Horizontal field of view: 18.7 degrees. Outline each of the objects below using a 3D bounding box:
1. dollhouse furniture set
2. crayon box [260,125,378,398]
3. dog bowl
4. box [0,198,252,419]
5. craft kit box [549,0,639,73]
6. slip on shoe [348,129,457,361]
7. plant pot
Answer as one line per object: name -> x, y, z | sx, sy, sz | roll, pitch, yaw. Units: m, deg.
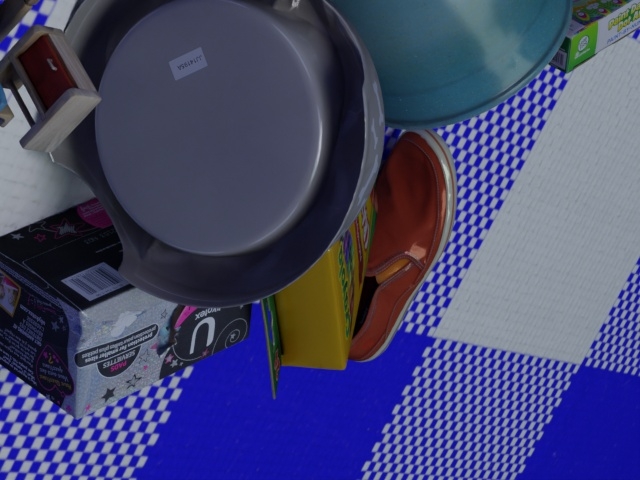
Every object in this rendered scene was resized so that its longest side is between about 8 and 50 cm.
dollhouse furniture set -> -0.275, -0.191, 1.670 | 0.129, 0.184, 0.129 | -43, 155, 26
crayon box -> 0.000, 0.000, 2.187 | 0.202, 0.081, 0.318 | 83, 15, -46
dog bowl -> -0.095, -0.113, 1.890 | 0.102, 0.348, 0.349 | -13, 128, -65
box -> -0.207, 0.057, 2.031 | 0.247, 0.163, 0.142 | -25, 134, -40
craft kit box -> 0.273, -0.309, 2.283 | 0.246, 0.250, 0.061 | -31, 138, -37
slip on shoe -> 0.076, 0.011, 2.428 | 0.101, 0.123, 0.331 | -5, 126, -47
plant pot -> 0.097, -0.301, 2.060 | 0.272, 0.271, 0.255 | -48, 133, -15
